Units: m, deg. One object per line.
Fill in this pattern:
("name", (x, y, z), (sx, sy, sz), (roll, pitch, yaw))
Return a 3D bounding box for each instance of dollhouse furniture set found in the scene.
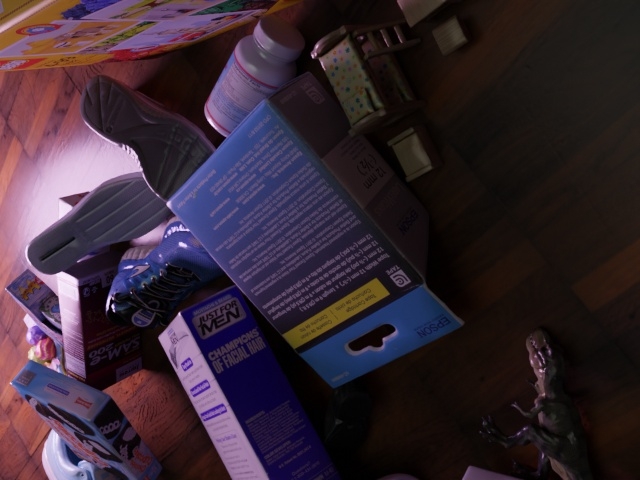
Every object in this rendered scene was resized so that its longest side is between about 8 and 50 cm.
("dollhouse furniture set", (0.103, -0.174, 0.771), (0.161, 0.101, 0.182), (-29, 85, 42))

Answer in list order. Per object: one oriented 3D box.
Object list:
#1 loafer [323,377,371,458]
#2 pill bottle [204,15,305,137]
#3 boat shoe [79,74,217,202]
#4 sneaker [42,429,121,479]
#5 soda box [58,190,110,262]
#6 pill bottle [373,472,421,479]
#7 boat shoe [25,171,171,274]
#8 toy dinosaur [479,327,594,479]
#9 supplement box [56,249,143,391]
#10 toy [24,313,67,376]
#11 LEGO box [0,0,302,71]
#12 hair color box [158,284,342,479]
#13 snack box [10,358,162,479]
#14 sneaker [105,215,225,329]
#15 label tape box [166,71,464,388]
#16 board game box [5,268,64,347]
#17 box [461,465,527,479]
("loafer", (0.037, 0.256, 1.014), (0.061, 0.062, 0.170), (-104, 24, -49))
("pill bottle", (-0.087, -0.215, 0.926), (0.087, 0.087, 0.160), (51, 130, 15))
("boat shoe", (-0.238, -0.147, 1.081), (0.320, 0.103, 0.118), (36, 106, 19))
("sneaker", (-0.479, 0.535, 1.480), (0.366, 0.135, 0.150), (44, 131, 19))
("soda box", (-0.452, 0.021, 1.325), (0.074, 0.069, 0.216), (27, 120, 31))
("pill bottle", (0.042, 0.451, 0.997), (0.283, 0.161, 0.161), (-39, 79, 41))
("boat shoe", (-0.372, -0.044, 1.184), (0.302, 0.094, 0.109), (-24, 115, 14))
("toy dinosaur", (0.265, 0.241, 0.809), (0.118, 0.064, 0.268), (-20, 95, 35))
("supplement box", (-0.408, 0.153, 1.292), (0.073, 0.130, 0.240), (17, 116, 33))
("toy", (-0.612, 0.253, 1.547), (0.137, 0.056, 0.237), (-43, 77, 39))
("LEGO box", (-0.201, -0.346, 0.786), (0.500, 0.372, 0.193), (-5, 102, 41))
("hair color box", (-0.115, 0.256, 1.068), (0.339, 0.110, 0.185), (60, 151, 5))
("snack box", (-0.433, 0.358, 1.314), (0.187, 0.060, 0.322), (17, 144, 22))
("sneaker", (-0.238, 0.069, 1.089), (0.129, 0.147, 0.330), (35, 143, -24))
("label tape box", (0.000, 0.000, 0.899), (0.348, 0.115, 0.249), (48, 132, -7))
("board game box", (-0.529, 0.151, 1.380), (0.194, 0.060, 0.194), (27, 153, 31))
("box", (0.285, 0.408, 0.718), (0.345, 0.215, 0.168), (3, 126, 40))
